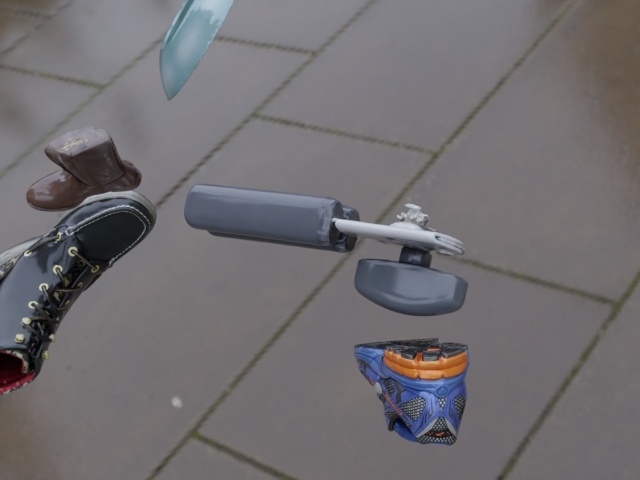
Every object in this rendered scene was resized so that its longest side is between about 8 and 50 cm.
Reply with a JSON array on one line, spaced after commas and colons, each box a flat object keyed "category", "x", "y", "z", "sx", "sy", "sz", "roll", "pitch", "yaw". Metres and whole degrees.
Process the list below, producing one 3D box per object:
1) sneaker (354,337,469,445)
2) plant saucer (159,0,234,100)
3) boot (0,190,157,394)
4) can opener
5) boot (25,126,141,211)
[{"category": "sneaker", "x": 0.076, "y": 0.132, "z": 0.998, "sx": 0.083, "sy": 0.087, "sz": 0.221, "roll": -2, "pitch": -2, "yaw": -4}, {"category": "plant saucer", "x": -0.144, "y": -0.256, "z": 1.317, "sx": 0.195, "sy": 0.037, "sz": 0.195, "roll": -54, "pitch": 17, "yaw": 25}, {"category": "boot", "x": -0.279, "y": 0.058, "z": 1.219, "sx": 0.236, "sy": 0.085, "sz": 0.179, "roll": -27, "pitch": 36, "yaw": 23}, {"category": "can opener", "x": 0.000, "y": 0.000, "z": 1.040, "sx": 0.280, "sy": 0.074, "sz": 0.093, "roll": 12, "pitch": 83, "yaw": 27}, {"category": "boot", "x": -0.208, "y": -0.059, "z": 0.928, "sx": 0.106, "sy": 0.114, "sz": 0.037, "roll": -15, "pitch": 78, "yaw": 4}]
